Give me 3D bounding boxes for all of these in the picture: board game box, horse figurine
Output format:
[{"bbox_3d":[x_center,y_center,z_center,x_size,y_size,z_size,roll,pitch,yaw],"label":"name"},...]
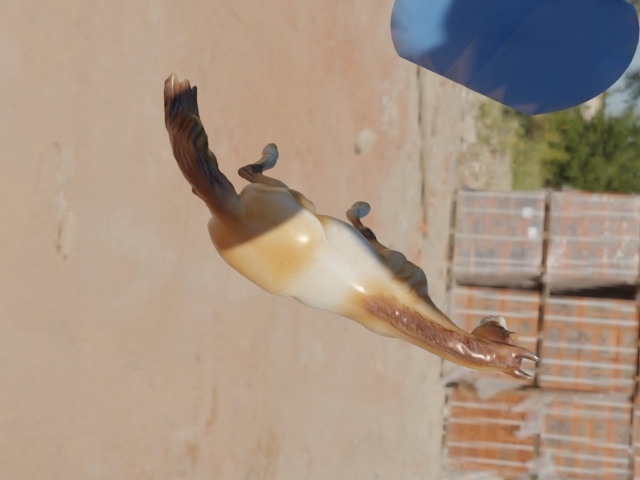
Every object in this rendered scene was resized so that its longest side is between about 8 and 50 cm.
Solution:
[{"bbox_3d":[0.135,-0.154,0.737,0.133,0.169,0.033,-47,-154,54],"label":"board game box"},{"bbox_3d":[0.000,0.000,0.677,0.066,0.263,0.174,-53,-158,15],"label":"horse figurine"}]
